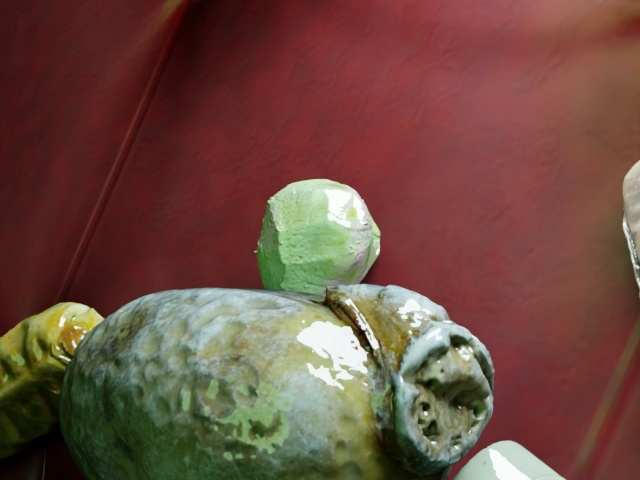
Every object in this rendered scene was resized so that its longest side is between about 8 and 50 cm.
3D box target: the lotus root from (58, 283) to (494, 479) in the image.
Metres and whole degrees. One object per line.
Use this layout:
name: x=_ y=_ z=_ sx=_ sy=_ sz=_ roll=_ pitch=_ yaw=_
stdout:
lotus root: x=-0.057 y=0.108 z=0.686 sx=0.349 sy=0.175 sz=0.175 roll=-7 pitch=70 yaw=49

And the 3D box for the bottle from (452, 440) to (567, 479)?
bottle: x=0.147 y=0.184 z=0.551 sx=0.201 sy=0.072 sz=0.072 roll=38 pitch=100 yaw=42

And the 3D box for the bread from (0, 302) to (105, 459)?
bread: x=-0.298 y=0.156 z=0.933 sx=0.367 sy=0.077 sz=0.084 roll=-33 pitch=66 yaw=29

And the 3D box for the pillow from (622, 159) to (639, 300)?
pillow: x=0.220 y=0.035 z=0.568 sx=0.135 sy=0.034 sz=0.211 roll=-16 pitch=64 yaw=40

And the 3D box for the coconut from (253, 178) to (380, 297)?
coconut: x=0.000 y=0.000 z=0.739 sx=0.082 sy=0.081 sz=0.083 roll=103 pitch=164 yaw=-47
